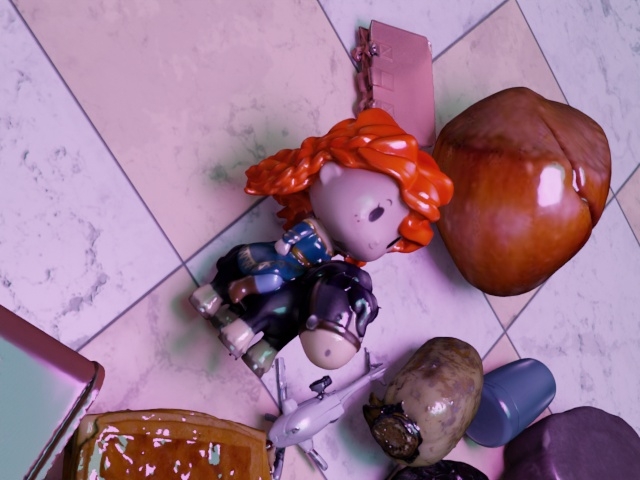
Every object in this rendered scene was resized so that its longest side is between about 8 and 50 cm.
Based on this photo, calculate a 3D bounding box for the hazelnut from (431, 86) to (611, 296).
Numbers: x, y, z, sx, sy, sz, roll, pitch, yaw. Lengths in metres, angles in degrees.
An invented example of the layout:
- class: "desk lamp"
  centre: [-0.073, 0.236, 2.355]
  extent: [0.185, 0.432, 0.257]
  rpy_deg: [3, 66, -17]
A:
- class: "hazelnut"
  centre: [0.346, -0.081, 1.624]
  extent: [0.372, 0.315, 0.373]
  rpy_deg: [-32, 133, -42]

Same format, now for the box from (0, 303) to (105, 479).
- class: "box"
  centre: [-0.440, 0.216, 0.979]
  extent: [0.229, 0.239, 0.339]
  rpy_deg: [41, 59, -23]

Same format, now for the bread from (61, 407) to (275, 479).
- class: "bread"
  centre: [-0.209, 0.359, 1.180]
  extent: [0.324, 0.167, 0.278]
  rpy_deg: [18, 68, -43]

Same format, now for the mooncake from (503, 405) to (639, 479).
- class: "mooncake"
  centre: [0.478, 0.445, 1.682]
  extent: [0.306, 0.154, 0.306]
  rpy_deg: [21, 49, -26]

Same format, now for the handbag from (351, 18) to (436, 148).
- class: "handbag"
  centre: [0.130, -0.268, 1.634]
  extent: [0.157, 0.059, 0.213]
  rpy_deg: [7, 76, -39]

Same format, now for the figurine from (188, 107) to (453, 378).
- class: "figurine"
  centre: [-0.001, 0.008, 1.322]
  extent: [0.241, 0.306, 0.412]
  rpy_deg: [47, 58, -34]

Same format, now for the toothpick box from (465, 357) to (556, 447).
- class: "toothpick box"
  centre: [0.338, 0.283, 1.663]
  extent: [0.184, 0.120, 0.120]
  rpy_deg: [-22, 96, -42]

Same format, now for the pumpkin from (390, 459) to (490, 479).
- class: "pumpkin"
  centre: [0.195, 0.460, 1.475]
  extent: [0.233, 0.163, 0.233]
  rpy_deg: [9, 64, -18]

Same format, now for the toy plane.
- class: "toy plane"
  centre: [0.023, 0.255, 1.421]
  extent: [0.273, 0.107, 0.182]
  rpy_deg: [-1, 74, -38]

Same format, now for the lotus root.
- class: "lotus root"
  centre: [0.185, 0.246, 1.505]
  extent: [0.173, 0.173, 0.309]
  rpy_deg: [64, 33, -10]
